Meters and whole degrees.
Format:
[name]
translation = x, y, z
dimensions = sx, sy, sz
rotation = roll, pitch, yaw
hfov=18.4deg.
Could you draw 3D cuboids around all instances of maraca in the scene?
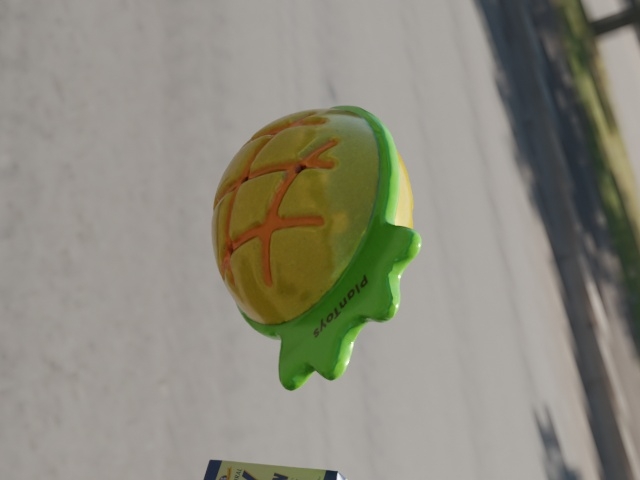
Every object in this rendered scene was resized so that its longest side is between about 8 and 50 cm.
[maraca]
translation = 0.000, 0.000, 1.026
dimensions = 0.099, 0.127, 0.186
rotation = 26, 23, -28

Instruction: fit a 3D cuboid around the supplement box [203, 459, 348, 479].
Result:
[supplement box]
translation = -0.013, 0.159, 1.030
dimensions = 0.083, 0.083, 0.056
rotation = 47, 53, -47
